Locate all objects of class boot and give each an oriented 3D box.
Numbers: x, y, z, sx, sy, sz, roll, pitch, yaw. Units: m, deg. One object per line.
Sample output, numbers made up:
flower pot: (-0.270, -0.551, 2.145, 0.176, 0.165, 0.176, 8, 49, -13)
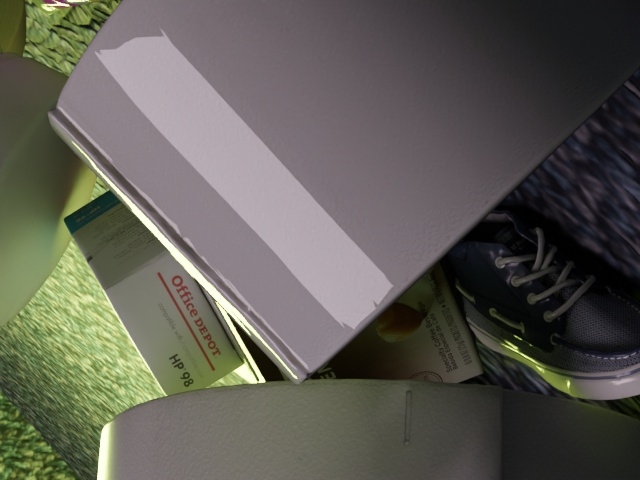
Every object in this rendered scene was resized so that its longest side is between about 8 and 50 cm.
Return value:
boot: (0.137, 0.034, 0.989, 0.190, 0.069, 0.086, 15, 138, 58)

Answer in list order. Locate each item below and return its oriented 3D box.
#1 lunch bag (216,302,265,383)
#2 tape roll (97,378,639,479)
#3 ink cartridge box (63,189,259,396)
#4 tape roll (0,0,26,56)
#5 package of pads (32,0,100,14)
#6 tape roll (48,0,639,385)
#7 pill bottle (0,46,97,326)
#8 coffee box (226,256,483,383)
lunch bag: (-0.068, -0.009, 1.277, 0.258, 0.120, 0.293, 33, 155, 44)
tape roll: (0.044, 0.173, 1.094, 0.392, 0.072, 0.392, 2, 161, 1)
ink cartridge box: (-0.111, 0.039, 1.117, 0.104, 0.060, 0.180, 63, 172, -27)
tape roll: (-0.354, -0.190, 1.352, 0.219, 0.219, 0.072, 44, 161, 8)
package of pads: (-0.162, -0.262, 0.997, 0.229, 0.101, 0.296, 53, 159, -20)
tape roll: (0.021, -0.074, 0.766, 0.169, 0.246, 0.246, 46, 160, 2)
pill bottle: (-0.368, -0.100, 1.160, 0.392, 0.224, 0.224, 25, 156, 10)
coffee box: (0.000, 0.000, 1.061, 0.098, 0.141, 0.246, -103, -9, -50)
